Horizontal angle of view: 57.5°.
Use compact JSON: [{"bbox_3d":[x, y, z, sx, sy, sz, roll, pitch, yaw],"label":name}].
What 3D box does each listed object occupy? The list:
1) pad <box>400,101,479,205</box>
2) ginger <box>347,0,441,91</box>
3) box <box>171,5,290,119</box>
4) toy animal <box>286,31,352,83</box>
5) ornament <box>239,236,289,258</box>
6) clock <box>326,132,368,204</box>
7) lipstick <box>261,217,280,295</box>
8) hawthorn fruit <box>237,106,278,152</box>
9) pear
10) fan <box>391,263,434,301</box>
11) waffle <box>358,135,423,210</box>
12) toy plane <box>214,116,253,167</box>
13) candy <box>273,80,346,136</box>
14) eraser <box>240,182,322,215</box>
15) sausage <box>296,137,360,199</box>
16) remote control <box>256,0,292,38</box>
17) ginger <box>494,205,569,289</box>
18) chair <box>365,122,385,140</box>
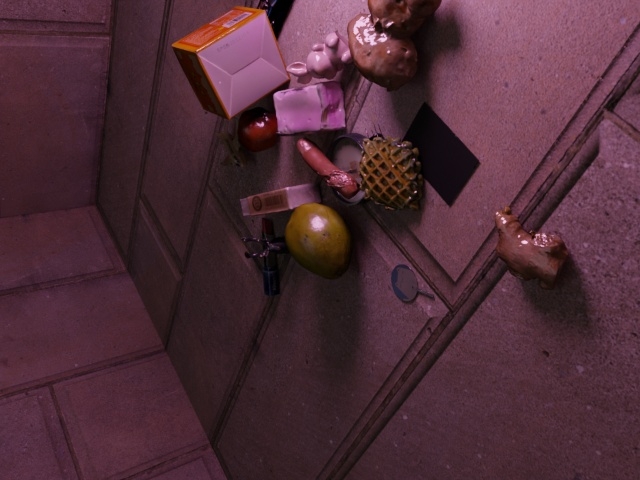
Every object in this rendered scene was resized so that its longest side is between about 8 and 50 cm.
[{"bbox_3d":[0.310,-0.232,1.557,0.243,0.004,0.163,56,139,28],"label":"pad"},{"bbox_3d":[0.187,-0.559,1.501,0.244,0.155,0.304,54,139,33],"label":"ginger"},{"bbox_3d":[-0.303,-0.608,1.986,0.214,0.283,0.259,33,154,45],"label":"box"},{"bbox_3d":[0.003,-0.528,1.766,0.212,0.124,0.124,-36,69,29],"label":"toy animal"},{"bbox_3d":[-0.195,0.020,2.131,0.202,0.236,0.080,1,95,53],"label":"ornament"},{"bbox_3d":[0.097,-0.221,1.817,0.226,0.049,0.226,20,116,49],"label":"clock"},{"bbox_3d":[-0.202,0.063,2.314,0.051,0.051,0.312,11,107,55],"label":"lipstick"},{"bbox_3d":[-0.228,-0.393,2.143,0.157,0.157,0.194,60,159,24],"label":"hawthorn fruit"},{"bbox_3d":[0.000,0.000,1.882,0.269,0.212,0.212,63,142,23],"label":"pear"},{"bbox_3d":[0.269,0.135,1.720,0.175,0.005,0.113,24,119,49],"label":"fan"},{"bbox_3d":[0.198,-0.188,1.657,0.208,0.054,0.214,16,116,38],"label":"waffle"},{"bbox_3d":[-0.347,-0.372,2.351,0.244,0.092,0.229,51,135,31],"label":"toy plane"},{"bbox_3d":[-0.040,-0.422,1.889,0.265,0.116,0.155,7,105,54],"label":"candy"},{"bbox_3d":[-0.149,-0.143,2.098,0.343,0.144,0.078,-4,98,54],"label":"eraser"},{"bbox_3d":[0.018,-0.226,1.823,0.304,0.078,0.078,46,134,38],"label":"sausage"},{"bbox_3d":[-0.149,-0.833,1.965,0.144,0.062,0.399,60,142,22],"label":"remote control"},{"bbox_3d":[0.470,0.022,1.352,0.213,0.074,0.137,40,121,36],"label":"ginger"},{"bbox_3d":[0.164,-0.300,1.710,0.042,0.037,0.086,-38,64,39],"label":"chair"}]
